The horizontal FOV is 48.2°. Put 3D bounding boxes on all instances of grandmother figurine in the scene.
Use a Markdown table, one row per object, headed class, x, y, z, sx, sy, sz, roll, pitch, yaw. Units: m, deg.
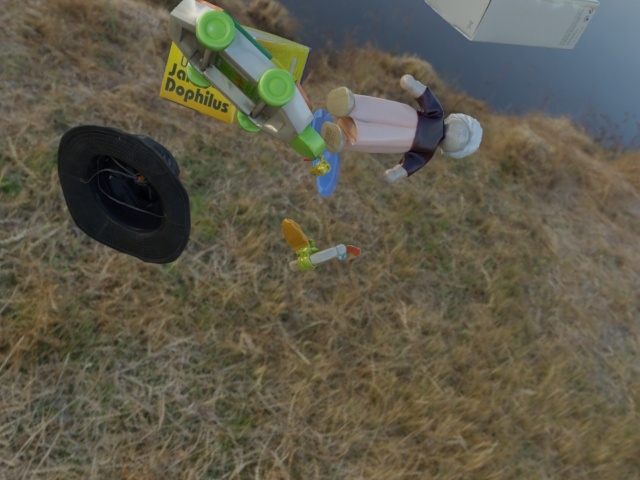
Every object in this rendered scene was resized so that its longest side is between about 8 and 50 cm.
| class | x | y | z | sx | sy | sz | roll | pitch | yaw |
| --- | --- | --- | --- | --- | --- | --- | --- | --- | --- |
| grandmother figurine | 0.168 | -0.207 | 1.374 | 0.342 | 0.208 | 0.104 | -1 | 34 | -31 |

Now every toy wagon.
| class | x | y | z | sx | sy | sz | roll | pitch | yaw |
| --- | --- | --- | --- | --- | --- | --- | --- | --- | --- |
| toy wagon | -0.104 | -0.240 | 1.164 | 0.344 | 0.267 | 0.068 | 42 | 81 | -10 |

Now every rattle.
| class | x | y | z | sx | sy | sz | roll | pitch | yaw |
| --- | --- | --- | --- | --- | --- | --- | --- | --- | --- |
| rattle | 0.000 | 0.000 | 1.855 | 0.199 | 0.130 | 0.143 | -21 | 74 | -31 |

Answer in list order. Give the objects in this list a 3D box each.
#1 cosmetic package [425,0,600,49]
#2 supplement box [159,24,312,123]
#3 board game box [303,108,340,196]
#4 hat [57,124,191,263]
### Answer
| class | x | y | z | sx | sy | sz | roll | pitch | yaw |
| --- | --- | --- | --- | --- | --- | --- | --- | --- | --- |
| cosmetic package | 0.378 | -0.468 | 1.403 | 0.309 | 0.113 | 0.160 | -7 | 47 | -37 |
| supplement box | -0.190 | -0.403 | 1.705 | 0.194 | 0.195 | 0.356 | 23 | 17 | 15 |
| board game box | -0.005 | -0.169 | 1.387 | 0.033 | 0.169 | 0.133 | 0 | 30 | 22 |
| hat | -0.371 | -0.116 | 1.442 | 0.331 | 0.331 | 0.134 | 35 | 44 | -6 |
